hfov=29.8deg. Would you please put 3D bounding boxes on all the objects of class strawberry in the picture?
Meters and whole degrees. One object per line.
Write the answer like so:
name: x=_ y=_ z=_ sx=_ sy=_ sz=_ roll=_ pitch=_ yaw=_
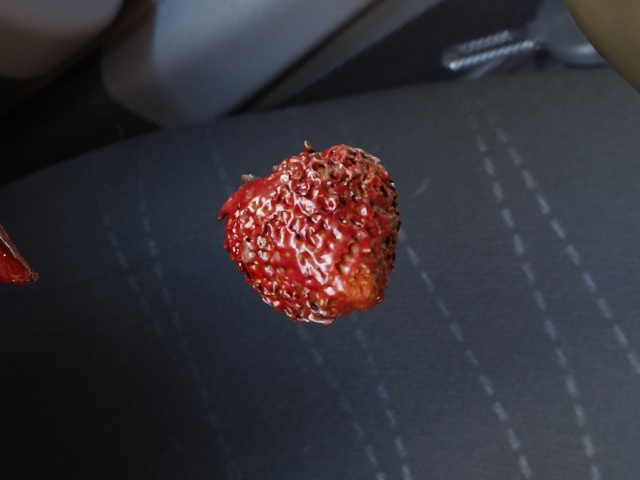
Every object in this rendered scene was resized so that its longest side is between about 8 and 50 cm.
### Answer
strawberry: x=0.000 y=0.000 z=1.235 sx=0.186 sy=0.184 sz=0.201 roll=9 pitch=33 yaw=-26

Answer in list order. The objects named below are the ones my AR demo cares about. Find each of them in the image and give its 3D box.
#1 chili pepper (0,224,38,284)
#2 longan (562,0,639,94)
chili pepper: x=-0.408 y=-0.110 z=1.319 sx=0.137 sy=0.369 sz=0.092 roll=-13 pitch=30 yaw=-17
longan: x=0.185 y=-0.116 z=0.383 sx=0.248 sy=0.248 sz=0.248 roll=28 pitch=42 yaw=-28
